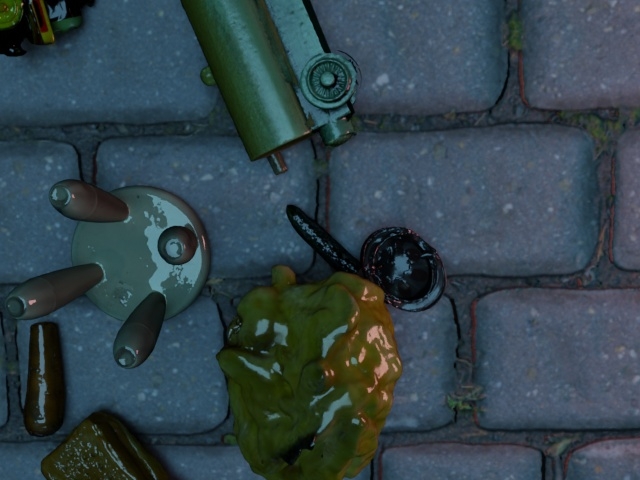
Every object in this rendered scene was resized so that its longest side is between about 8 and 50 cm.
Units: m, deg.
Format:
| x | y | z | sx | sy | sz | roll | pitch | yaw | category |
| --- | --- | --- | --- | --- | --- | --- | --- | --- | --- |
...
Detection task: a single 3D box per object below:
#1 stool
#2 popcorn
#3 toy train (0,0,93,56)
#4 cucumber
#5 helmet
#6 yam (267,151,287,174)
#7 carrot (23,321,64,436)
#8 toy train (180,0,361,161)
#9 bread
| x | y | z | sx | sy | sz | roll | pitch | yaw | category |
| --- | --- | --- | --- | --- | --- | --- | --- | --- | --- |
| -0.257 | 0.031 | 0.868 | 0.195 | 0.198 | 0.195 | 25 | 98 | 1 | stool |
| -0.014 | 0.170 | 0.865 | 0.252 | 0.215 | 0.286 | 31 | 103 | 31 | popcorn |
| -0.385 | -0.385 | 0.843 | 0.161 | 0.100 | 0.296 | -22 | 116 | -28 | toy train |
| 0.000 | 0.000 | 0.933 | 0.133 | 0.032 | 0.032 | 43 | 97 | -4 | cucumber |
| 0.105 | 0.036 | 0.913 | 0.098 | 0.070 | 0.123 | -44 | 100 | -3 | helmet |
| -0.077 | -0.143 | 0.925 | 0.021 | 0.021 | 0.116 | -24 | 97 | 5 | yam |
| -0.392 | 0.196 | 0.970 | 0.055 | 0.055 | 0.161 | 2 | 90 | 3 | carrot |
| -0.066 | -0.247 | 0.849 | 0.189 | 0.126 | 0.307 | -23 | 94 | -3 | toy train |
| -0.268 | 0.375 | 0.970 | 0.271 | 0.077 | 0.139 | 44 | 101 | -2 | bread |
